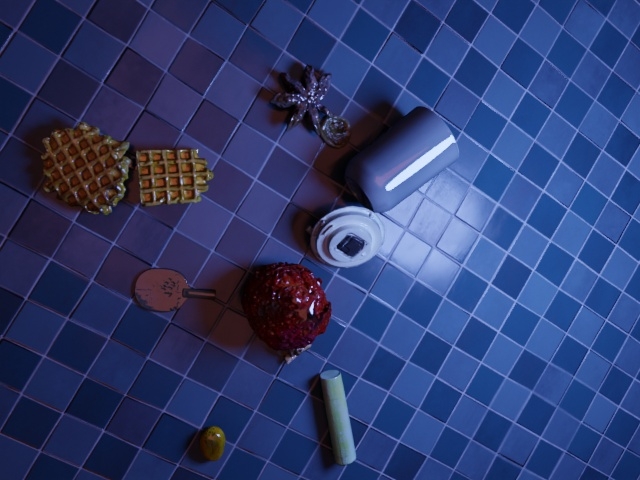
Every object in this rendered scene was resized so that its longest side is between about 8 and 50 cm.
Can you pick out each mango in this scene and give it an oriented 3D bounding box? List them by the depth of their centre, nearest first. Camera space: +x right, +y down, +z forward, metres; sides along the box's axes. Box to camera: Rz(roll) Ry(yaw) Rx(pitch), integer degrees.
[{"bbox_3d":[-0.331,0.626,1.551,0.078,0.057,0.114,-9,105,-16],"label":"mango"}]

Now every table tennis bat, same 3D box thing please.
[{"bbox_3d":[-0.431,0.153,1.500,0.234,0.022,0.131,8,92,-12],"label":"table tennis bat"}]

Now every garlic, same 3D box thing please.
[{"bbox_3d":[-0.085,0.328,1.569,0.113,0.094,0.074,-16,58,-6],"label":"garlic"}]

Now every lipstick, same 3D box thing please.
[{"bbox_3d":[0.058,0.573,1.627,0.076,0.076,0.305,-11,98,-12],"label":"lipstick"}]

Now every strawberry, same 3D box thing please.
[{"bbox_3d":[-0.085,0.186,1.473,0.273,0.220,0.275,7,73,-23],"label":"strawberry"}]

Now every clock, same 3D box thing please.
[{"bbox_3d":[0.086,0.004,1.535,0.236,0.053,0.237,-4,126,-6],"label":"clock"}]

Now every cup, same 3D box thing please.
[{"bbox_3d":[0.236,-0.235,1.525,0.312,0.205,0.206,-37,102,-7],"label":"cup"}]

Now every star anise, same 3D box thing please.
[{"bbox_3d":[-0.054,-0.423,1.507,0.196,0.073,0.213,-4,94,-15],"label":"star anise"}]

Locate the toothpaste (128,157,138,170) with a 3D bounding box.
[{"bbox_3d":[-0.583,-0.224,1.427,0.139,0.021,0.037,5,92,-16],"label":"toothpaste"}]

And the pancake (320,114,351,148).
[{"bbox_3d":[0.048,-0.339,1.567,0.107,0.017,0.108,-1,92,-16],"label":"pancake"}]

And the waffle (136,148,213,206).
[{"bbox_3d":[-0.413,-0.182,1.451,0.210,0.055,0.161,-4,96,-17],"label":"waffle"}]

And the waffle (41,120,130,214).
[{"bbox_3d":[-0.645,-0.200,1.384,0.237,0.059,0.244,14,99,-1],"label":"waffle"}]

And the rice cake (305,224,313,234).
[{"bbox_3d":[0.000,0.000,1.586,0.022,0.021,0.121,-44,102,7],"label":"rice cake"}]
